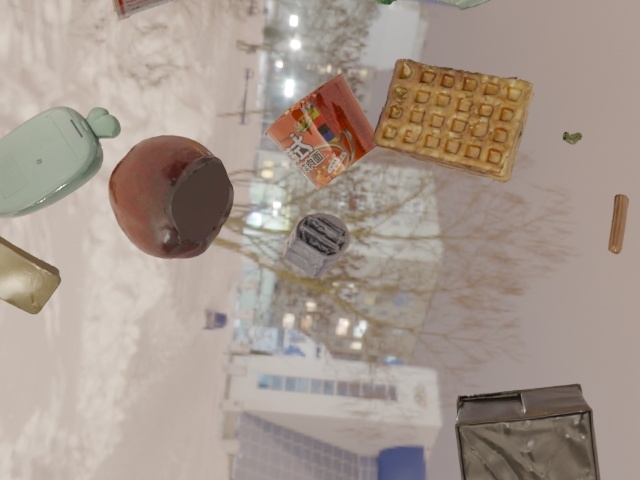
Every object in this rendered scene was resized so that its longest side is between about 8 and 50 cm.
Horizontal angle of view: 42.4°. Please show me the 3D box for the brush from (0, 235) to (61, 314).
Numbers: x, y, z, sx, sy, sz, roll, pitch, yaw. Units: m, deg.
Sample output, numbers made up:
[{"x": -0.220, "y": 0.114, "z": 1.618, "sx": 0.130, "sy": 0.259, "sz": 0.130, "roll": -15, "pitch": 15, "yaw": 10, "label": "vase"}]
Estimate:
[{"x": -0.731, "y": 0.081, "z": 1.970, "sx": 0.123, "sy": 0.197, "sz": 0.059, "roll": -51, "pitch": -154, "yaw": 8, "label": "brush"}]

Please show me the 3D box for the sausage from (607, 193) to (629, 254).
[{"x": 0.508, "y": -0.028, "z": 1.410, "sx": 0.026, "sy": 0.026, "sz": 0.116, "roll": 104, "pitch": 5, "yaw": -61, "label": "sausage"}]

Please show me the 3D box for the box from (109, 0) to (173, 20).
[{"x": -0.239, "y": -0.409, "z": 1.216, "sx": 0.133, "sy": 0.182, "sz": 0.099, "roll": 174, "pitch": -104, "yaw": -79, "label": "box"}]

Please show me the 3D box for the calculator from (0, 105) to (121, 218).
[{"x": -0.505, "y": -0.153, "z": 1.515, "sx": 0.184, "sy": 0.295, "sz": 0.042, "roll": 52, "pitch": -7, "yaw": 25, "label": "calculator"}]

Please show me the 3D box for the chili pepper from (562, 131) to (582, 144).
[{"x": 0.541, "y": -0.220, "z": 1.771, "sx": 0.022, "sy": 0.083, "sz": 0.027, "roll": -30, "pitch": -103, "yaw": 37, "label": "chili pepper"}]

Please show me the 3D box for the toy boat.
[{"x": 0.000, "y": 0.000, "z": 1.919, "sx": 0.078, "sy": 0.127, "sz": 0.283, "roll": -61, "pitch": 176, "yaw": 19, "label": "toy boat"}]

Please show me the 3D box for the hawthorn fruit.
[{"x": -0.277, "y": -0.083, "z": 1.458, "sx": 0.215, "sy": 0.250, "sz": 0.215, "roll": -41, "pitch": 153, "yaw": -27, "label": "hawthorn fruit"}]

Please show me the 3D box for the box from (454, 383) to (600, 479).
[{"x": 0.404, "y": 0.471, "z": 1.579, "sx": 0.204, "sy": 0.251, "sz": 0.345, "roll": -3, "pitch": 85, "yaw": -78, "label": "box"}]

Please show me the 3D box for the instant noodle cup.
[{"x": 0.017, "y": -0.256, "z": 2.002, "sx": 0.192, "sy": 0.250, "sz": 0.250, "roll": 53, "pitch": -4, "yaw": -2, "label": "instant noodle cup"}]

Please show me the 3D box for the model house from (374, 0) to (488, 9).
[{"x": 0.265, "y": -0.520, "z": 1.403, "sx": 0.267, "sy": 0.325, "sz": 0.194, "roll": 107, "pitch": -1, "yaw": -47, "label": "model house"}]

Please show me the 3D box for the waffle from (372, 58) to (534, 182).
[{"x": 0.279, "y": -0.262, "z": 1.761, "sx": 0.091, "sy": 0.308, "sz": 0.212, "roll": 20, "pitch": 87, "yaw": -69, "label": "waffle"}]
